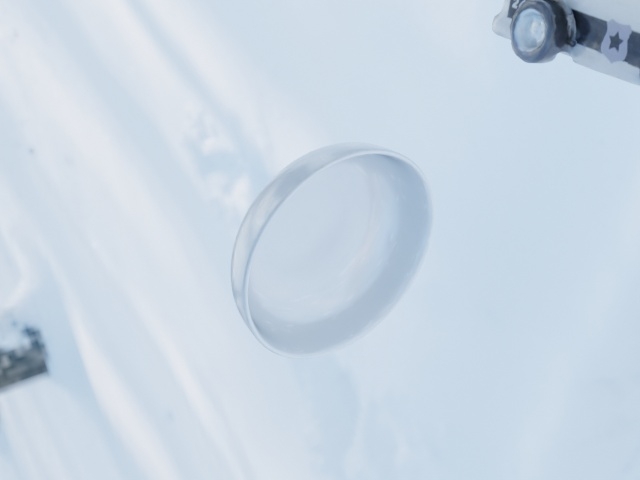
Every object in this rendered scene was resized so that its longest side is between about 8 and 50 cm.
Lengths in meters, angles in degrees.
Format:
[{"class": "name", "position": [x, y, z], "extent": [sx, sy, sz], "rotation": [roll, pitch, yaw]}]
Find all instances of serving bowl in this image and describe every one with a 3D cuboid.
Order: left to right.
[{"class": "serving bowl", "position": [0.000, 0.000, 0.571], "extent": [0.027, 0.083, 0.083], "rotation": [37, 143, 41]}]

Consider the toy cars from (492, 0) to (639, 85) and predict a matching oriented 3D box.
[{"class": "toy cars", "position": [0.191, -0.151, 0.939], "extent": [0.393, 0.176, 0.087], "rotation": [-76, -4, -73]}]
